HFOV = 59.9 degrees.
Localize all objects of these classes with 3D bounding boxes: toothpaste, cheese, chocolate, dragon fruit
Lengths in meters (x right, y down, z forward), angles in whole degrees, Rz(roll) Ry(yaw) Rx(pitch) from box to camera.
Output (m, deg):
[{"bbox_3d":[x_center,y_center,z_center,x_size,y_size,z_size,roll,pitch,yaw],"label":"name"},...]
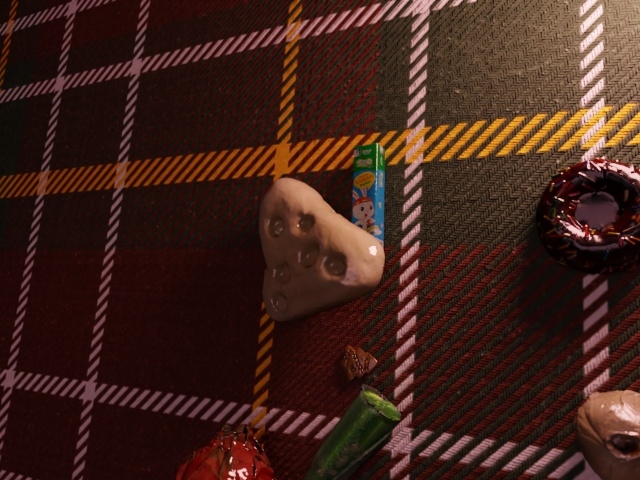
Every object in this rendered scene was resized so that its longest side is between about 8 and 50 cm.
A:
[{"bbox_3d":[0.111,-0.093,1.304,0.065,0.050,0.266,-4,76,30],"label":"toothpaste"},{"bbox_3d":[0.000,0.000,1.263,0.329,0.130,0.350,-14,73,44],"label":"cheese"},{"bbox_3d":[0.049,0.454,1.192,0.110,0.110,0.291,42,102,28],"label":"chocolate"},{"bbox_3d":[-0.213,0.559,1.229,0.245,0.244,0.298,-9,58,26],"label":"dragon fruit"}]

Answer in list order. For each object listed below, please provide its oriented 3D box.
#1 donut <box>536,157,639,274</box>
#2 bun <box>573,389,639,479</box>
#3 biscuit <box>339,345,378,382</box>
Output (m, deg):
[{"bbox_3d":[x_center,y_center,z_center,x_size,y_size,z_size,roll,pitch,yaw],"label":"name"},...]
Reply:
[{"bbox_3d":[0.528,-0.052,1.054,0.235,0.089,0.234,-7,74,26],"label":"donut"},{"bbox_3d":[0.526,0.343,0.951,0.173,0.113,0.166,10,84,27],"label":"bun"},{"bbox_3d":[0.086,0.279,1.255,0.092,0.016,0.082,-6,76,28],"label":"biscuit"}]
